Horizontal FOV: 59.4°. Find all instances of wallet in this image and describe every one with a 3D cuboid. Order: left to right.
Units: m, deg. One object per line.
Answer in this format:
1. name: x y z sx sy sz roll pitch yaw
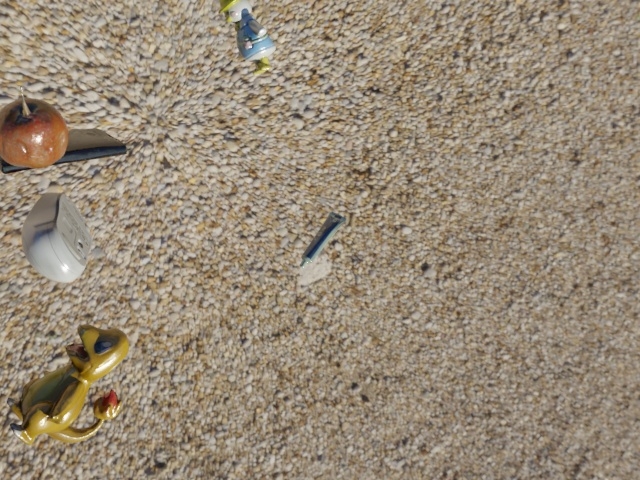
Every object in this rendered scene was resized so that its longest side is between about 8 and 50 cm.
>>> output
1. wallet: -0.678 -0.242 1.437 0.318 0.172 0.045 -18 131 -43

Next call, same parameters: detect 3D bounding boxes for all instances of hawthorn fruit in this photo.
1. hawthorn fruit: -0.590 -0.217 1.141 0.149 0.189 0.149 -2 96 -22

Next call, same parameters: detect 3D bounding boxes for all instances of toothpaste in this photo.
1. toothpaste: 0.000 0.000 1.589 0.197 0.057 0.035 -54 153 -21

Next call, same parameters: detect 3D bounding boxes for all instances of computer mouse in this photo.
1. computer mouse: -0.663 0.000 1.403 0.121 0.297 0.184 -29 125 -5

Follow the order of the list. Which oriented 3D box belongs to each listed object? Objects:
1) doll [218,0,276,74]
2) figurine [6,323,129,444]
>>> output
1. doll: -0.196 -0.562 1.482 0.098 0.135 0.241 -27 109 11
2. figurine: -0.318 0.198 0.758 0.176 0.121 0.122 -50 121 -6
